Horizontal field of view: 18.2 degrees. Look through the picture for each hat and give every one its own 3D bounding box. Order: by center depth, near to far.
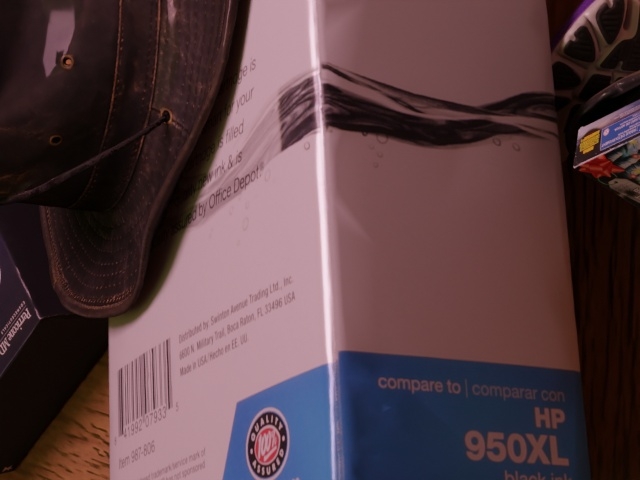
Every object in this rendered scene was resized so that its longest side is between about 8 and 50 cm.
[{"bbox_3d":[-0.171,-0.121,1.190,0.331,0.134,0.331,-173,90,-65],"label":"hat"}]

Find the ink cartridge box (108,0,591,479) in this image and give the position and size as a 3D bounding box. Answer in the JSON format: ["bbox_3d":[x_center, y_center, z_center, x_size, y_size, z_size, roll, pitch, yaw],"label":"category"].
[{"bbox_3d":[0.000,0.000,1.155,0.285,0.166,0.395,-30,59,57],"label":"ink cartridge box"}]

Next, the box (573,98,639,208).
[{"bbox_3d":[0.212,-0.033,1.029,0.094,0.137,0.027,-27,43,49],"label":"box"}]

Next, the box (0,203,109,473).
[{"bbox_3d":[-0.275,0.056,1.628,0.261,0.103,0.184,-51,62,40],"label":"box"}]

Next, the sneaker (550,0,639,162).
[{"bbox_3d":[0.126,-0.087,1.171,0.170,0.068,0.071,-54,44,35],"label":"sneaker"}]

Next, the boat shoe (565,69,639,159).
[{"bbox_3d":[0.222,-0.076,1.050,0.228,0.076,0.080,-10,88,49],"label":"boat shoe"}]
